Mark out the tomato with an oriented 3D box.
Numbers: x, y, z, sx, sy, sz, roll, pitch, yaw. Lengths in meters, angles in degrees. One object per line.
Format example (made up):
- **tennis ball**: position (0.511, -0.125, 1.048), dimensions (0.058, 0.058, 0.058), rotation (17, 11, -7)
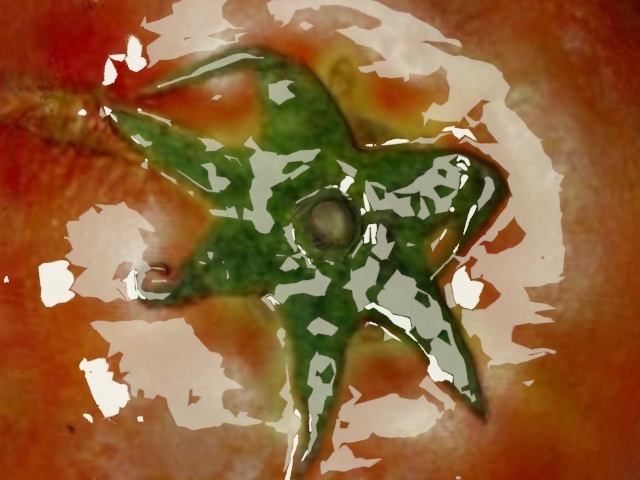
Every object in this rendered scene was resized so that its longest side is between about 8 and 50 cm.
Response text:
- **tomato**: position (0.002, -0.002, 0.456), dimensions (0.225, 0.085, 0.225), rotation (2, 81, -10)
